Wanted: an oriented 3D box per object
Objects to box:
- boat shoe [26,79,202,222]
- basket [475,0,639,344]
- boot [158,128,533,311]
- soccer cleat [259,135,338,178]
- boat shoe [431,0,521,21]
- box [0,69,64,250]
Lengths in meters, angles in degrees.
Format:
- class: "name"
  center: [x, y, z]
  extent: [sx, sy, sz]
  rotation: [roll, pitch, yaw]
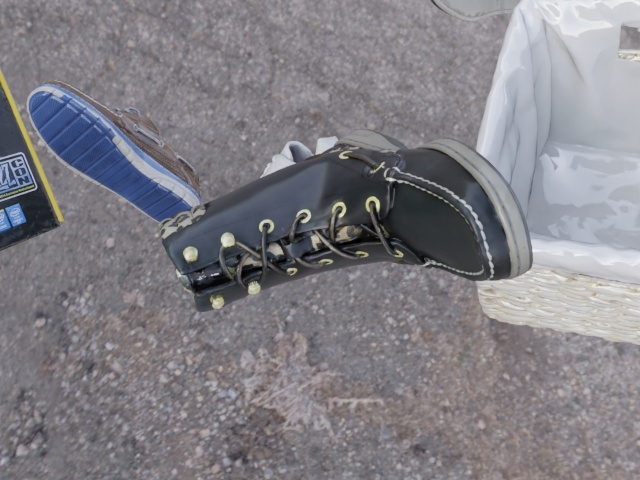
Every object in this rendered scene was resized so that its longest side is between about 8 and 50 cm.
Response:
- class: "boat shoe"
  center: [-0.185, -0.086, 0.618]
  extent: [0.183, 0.066, 0.066]
  rotation: [45, 34, -36]
- class: "basket"
  center: [0.356, -0.061, 0.754]
  extent: [0.328, 0.266, 0.331]
  rotation: [9, 65, 22]
- class: "boot"
  center: [0.000, 0.001, 0.422]
  extent: [0.178, 0.236, 0.085]
  rotation: [-25, 112, -13]
- class: "soccer cleat"
  center: [-0.066, -0.112, 1.297]
  extent: [0.116, 0.331, 0.143]
  rotation: [-23, 97, -48]
- class: "boat shoe"
  center: [0.218, -0.360, 0.968]
  extent: [0.206, 0.065, 0.075]
  rotation: [-14, 118, -36]
- class: "box"
  center: [-0.516, -0.077, 0.818]
  extent: [0.322, 0.079, 0.257]
  rotation: [-32, 111, -46]
